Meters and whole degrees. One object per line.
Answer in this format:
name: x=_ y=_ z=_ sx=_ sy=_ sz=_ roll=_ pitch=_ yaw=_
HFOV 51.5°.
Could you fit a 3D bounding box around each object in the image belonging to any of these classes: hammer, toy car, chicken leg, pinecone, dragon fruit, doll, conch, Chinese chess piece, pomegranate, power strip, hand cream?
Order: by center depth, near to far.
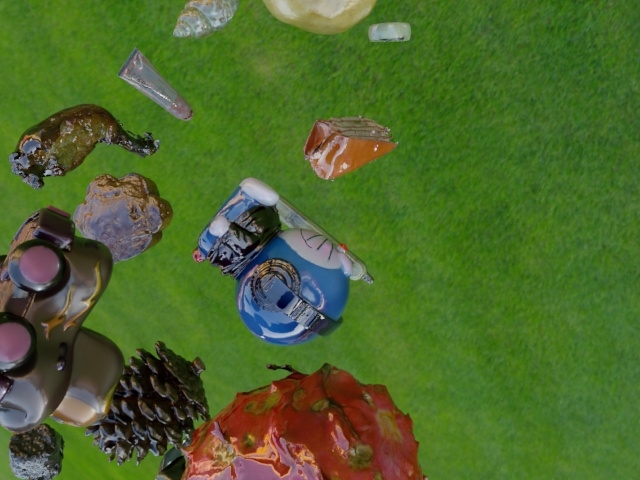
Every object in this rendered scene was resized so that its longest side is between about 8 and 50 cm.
dragon fruit: x=-0.034 y=0.229 z=0.601 sx=0.268 sy=0.205 sz=0.210 roll=-22 pitch=147 yaw=11
chicken leg: x=-0.333 y=-0.145 z=0.961 sx=0.051 sy=0.253 sz=0.105 roll=19 pitch=114 yaw=29
toy car: x=-0.422 y=0.135 z=1.054 sx=0.241 sy=0.340 sz=0.271 roll=26 pitch=160 yaw=-29
pomegranate: x=0.002 y=-0.468 z=1.137 sx=0.233 sy=0.233 sz=0.233 roll=22 pitch=141 yaw=19
doll: x=-0.077 y=0.057 z=1.252 sx=0.310 sy=0.240 sz=0.284 roll=42 pitch=-175 yaw=1
Chinese chess piece: x=0.135 y=-0.405 z=1.295 sx=0.084 sy=0.084 sz=0.034 roll=7 pitch=106 yaw=34
pinecone: x=-0.350 y=0.341 z=1.374 sx=0.224 sy=0.272 sz=0.224 roll=47 pitch=170 yaw=11
hand cream: x=-0.338 y=-0.318 z=1.395 sx=0.043 sy=0.067 sz=0.210 roll=32 pitch=176 yaw=33
hammer: x=-0.272 y=0.601 z=1.518 sx=0.287 sy=0.111 sz=0.033 roll=57 pitch=139 yaw=2
conch: x=-0.287 y=-0.574 z=1.660 sx=0.173 sy=0.106 sz=0.116 roll=-29 pitch=68 yaw=15
power strip: x=0.000 y=0.000 z=1.920 sx=0.388 sy=0.066 sz=0.092 roll=39 pitch=-173 yaw=6

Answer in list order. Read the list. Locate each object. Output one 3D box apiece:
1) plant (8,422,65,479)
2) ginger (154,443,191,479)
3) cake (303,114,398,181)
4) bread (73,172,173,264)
plant: x=-0.759 y=0.577 z=1.781 sx=0.131 sy=0.142 sz=0.203 roll=2 pitch=147 yaw=-17
ginger: x=-0.123 y=0.514 z=1.062 sx=0.413 sy=0.211 sz=0.358 roll=41 pitch=121 yaw=9
cake: x=0.072 y=-0.223 z=1.552 sx=0.098 sy=0.287 sz=0.135 roll=38 pitch=127 yaw=32
bread: x=-0.500 y=-0.065 z=1.691 sx=0.247 sy=0.135 sz=0.232 roll=-28 pitch=86 yaw=14
